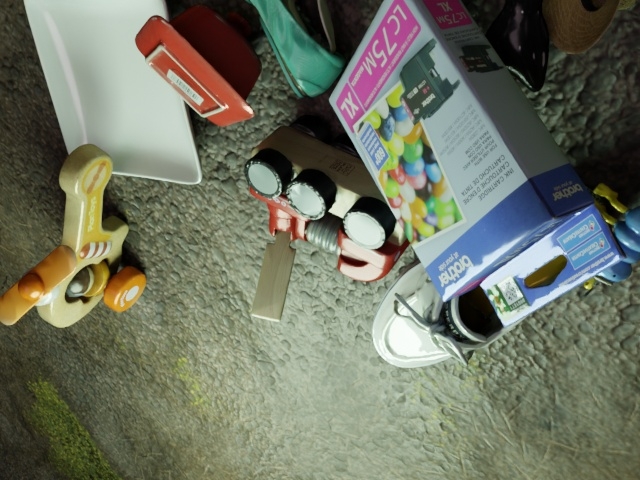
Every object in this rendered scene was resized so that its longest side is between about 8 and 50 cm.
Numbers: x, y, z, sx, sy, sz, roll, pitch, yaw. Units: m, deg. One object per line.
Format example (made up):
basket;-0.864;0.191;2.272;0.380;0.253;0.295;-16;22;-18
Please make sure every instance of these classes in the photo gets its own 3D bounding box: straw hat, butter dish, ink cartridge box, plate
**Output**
straw hat;0.258;-0.240;0.574;0.061;0.144;0.144;-4;123;-11
butter dish;-0.133;-0.234;0.807;0.160;0.118;0.160;43;165;-22
ink cartridge box;0.128;-0.073;0.619;0.311;0.065;0.186;60;150;14
plate;-0.297;-0.229;0.960;0.277;0.045;0.278;9;121;28

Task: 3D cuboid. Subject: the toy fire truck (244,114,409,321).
toy fire truck;0.000;0.000;0.847;0.217;0.158;0.246;27;140;17

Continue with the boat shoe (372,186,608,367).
boat shoe;0.168;0.081;0.764;0.136;0.156;0.367;50;131;-1

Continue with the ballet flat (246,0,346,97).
ballet flat;-0.048;-0.288;0.752;0.087;0.083;0.247;-31;98;16

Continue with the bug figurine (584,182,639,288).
bug figurine;0.388;0.001;0.578;0.279;0.072;0.216;22;121;-3

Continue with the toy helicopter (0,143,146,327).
toy helicopter;-0.398;0.005;1.038;0.140;0.235;0.355;32;129;14

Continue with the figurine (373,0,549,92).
figurine;0.132;-0.262;0.626;0.215;0.092;0.209;22;132;32
